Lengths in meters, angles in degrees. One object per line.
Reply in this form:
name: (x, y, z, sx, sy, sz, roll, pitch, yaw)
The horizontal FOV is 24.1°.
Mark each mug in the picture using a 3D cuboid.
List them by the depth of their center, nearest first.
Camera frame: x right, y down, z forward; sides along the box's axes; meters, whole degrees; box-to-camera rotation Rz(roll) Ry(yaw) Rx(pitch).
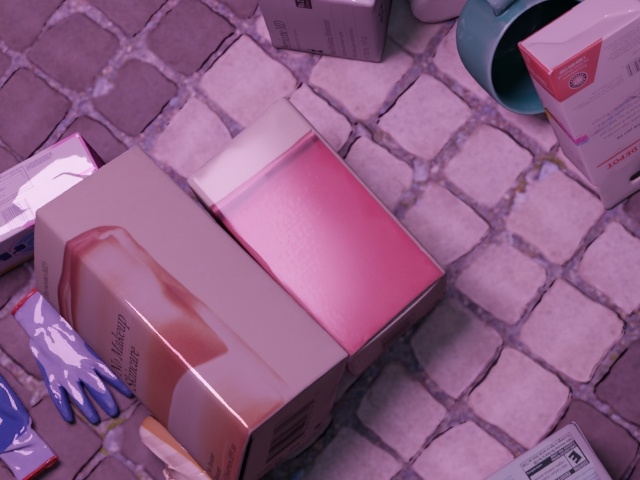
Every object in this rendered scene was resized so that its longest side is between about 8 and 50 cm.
mug: (0.198, -0.213, 1.463, 0.129, 0.157, 0.097, -16, 39, -16)

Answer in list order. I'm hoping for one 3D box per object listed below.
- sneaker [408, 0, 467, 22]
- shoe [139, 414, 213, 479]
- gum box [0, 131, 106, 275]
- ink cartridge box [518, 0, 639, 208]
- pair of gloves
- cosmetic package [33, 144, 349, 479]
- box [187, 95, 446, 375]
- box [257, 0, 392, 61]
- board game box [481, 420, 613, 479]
sneaker: (0.185, -0.297, 1.523, 0.212, 0.080, 0.094, -14, 66, 3)
shoe: (-0.102, 0.256, 1.432, 0.219, 0.076, 0.058, 43, 80, 9)
gum box: (-0.297, -0.025, 1.485, 0.188, 0.107, 0.062, -29, 78, -2)
ink cartridge box: (0.281, -0.136, 1.452, 0.115, 0.198, 0.067, -32, 41, -2)
pair of gloves: (-0.291, 0.147, 1.496, 0.198, 0.023, 0.159, -41, 77, -5)
cosmetic package: (-0.127, 0.075, 1.397, 0.129, 0.153, 0.296, -36, 68, -27)
box: (0.000, 0.000, 1.437, 0.127, 0.148, 0.232, -42, 78, -4)
box: (0.014, -0.292, 1.476, 0.119, 0.181, 0.182, 9, 80, 7)
board game box: (0.226, 0.355, 1.380, 0.224, 0.097, 0.303, -32, 77, -1)
